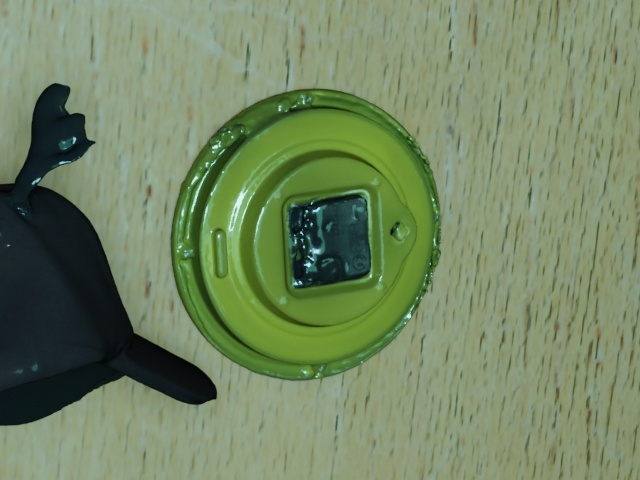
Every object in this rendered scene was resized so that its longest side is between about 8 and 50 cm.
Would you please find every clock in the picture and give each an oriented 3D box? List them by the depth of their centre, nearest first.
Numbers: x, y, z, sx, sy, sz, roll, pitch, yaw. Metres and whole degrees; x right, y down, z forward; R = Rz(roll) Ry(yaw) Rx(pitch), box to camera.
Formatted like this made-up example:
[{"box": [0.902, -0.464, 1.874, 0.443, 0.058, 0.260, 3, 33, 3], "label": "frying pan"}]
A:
[{"box": [0.000, 0.000, 1.305, 0.237, 0.057, 0.237, -5, 102, -24], "label": "clock"}]

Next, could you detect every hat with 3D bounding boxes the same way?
[{"box": [-0.217, 0.021, 1.125, 0.336, 0.238, 0.209, 8, 72, -61], "label": "hat"}]
